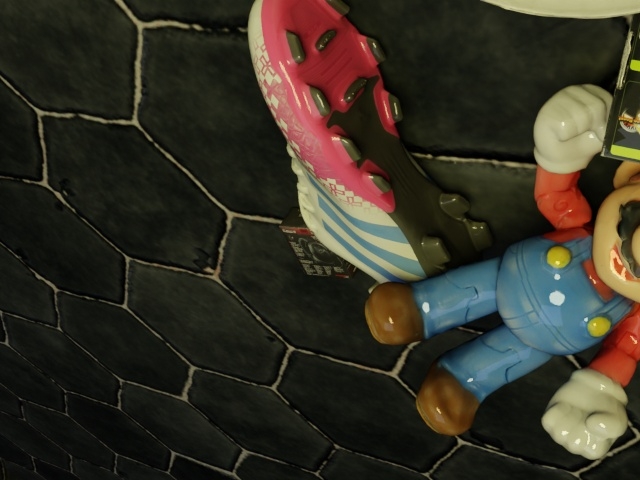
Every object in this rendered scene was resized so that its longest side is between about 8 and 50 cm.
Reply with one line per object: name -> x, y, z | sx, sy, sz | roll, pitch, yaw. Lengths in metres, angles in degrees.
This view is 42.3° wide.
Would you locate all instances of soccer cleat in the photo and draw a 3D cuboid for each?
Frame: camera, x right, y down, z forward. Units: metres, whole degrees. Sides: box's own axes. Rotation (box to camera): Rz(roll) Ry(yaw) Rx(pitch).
soccer cleat -> 0.016, -0.059, 0.702 | 0.143, 0.116, 0.331 | -8, 130, 42

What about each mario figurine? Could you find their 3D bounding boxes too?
mario figurine -> 0.176, 0.027, 0.577 | 0.321, 0.170, 0.198 | -34, 121, 30

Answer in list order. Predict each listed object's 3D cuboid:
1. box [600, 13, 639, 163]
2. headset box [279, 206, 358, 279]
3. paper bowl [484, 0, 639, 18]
box -> 0.264, -0.115, 0.432 | 0.191, 0.045, 0.184 | 14, 114, 23
headset box -> 0.000, 0.000, 0.864 | 0.062, 0.032, 0.083 | 3, 136, 34
paper bowl -> 0.109, -0.232, 0.333 | 0.284, 0.148, 0.284 | 18, 128, 25
